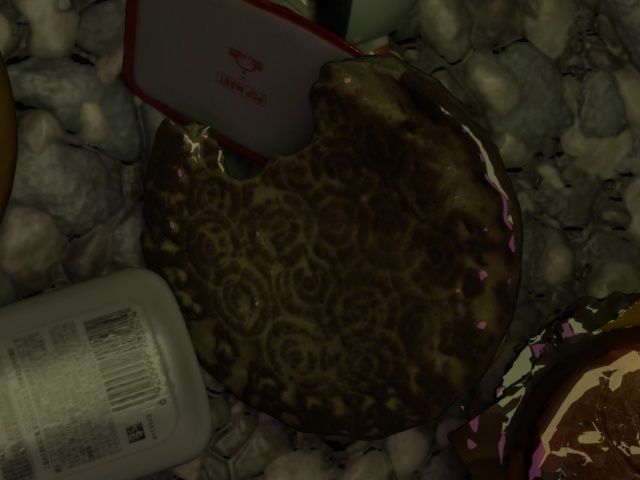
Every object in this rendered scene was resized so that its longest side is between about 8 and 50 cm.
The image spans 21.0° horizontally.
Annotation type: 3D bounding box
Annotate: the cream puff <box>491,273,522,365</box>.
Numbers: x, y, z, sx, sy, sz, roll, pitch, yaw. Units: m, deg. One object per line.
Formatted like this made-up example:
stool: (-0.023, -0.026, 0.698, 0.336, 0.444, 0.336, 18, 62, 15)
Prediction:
cream puff: (0.064, 0.029, 1.220, 0.150, 0.115, 0.165, -15, 97, -6)

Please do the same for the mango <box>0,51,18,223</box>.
mango: (-0.386, -0.118, 1.032, 0.446, 0.300, 0.232, 41, 27, -18)

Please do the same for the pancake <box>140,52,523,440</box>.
pancake: (0.000, 0.000, 1.141, 0.286, 0.288, 0.033, 38, 32, 21)

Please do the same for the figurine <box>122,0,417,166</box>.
figurine: (-0.003, -0.188, 1.236, 0.183, 0.160, 0.226, 28, 56, 10)

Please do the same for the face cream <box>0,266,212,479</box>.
face cream: (-0.222, 0.121, 1.148, 0.291, 0.071, 0.144, -19, 87, -18)

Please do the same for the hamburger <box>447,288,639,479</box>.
hamburger: (0.215, 0.157, 1.222, 0.262, 0.139, 0.243, -33, 96, -7)
